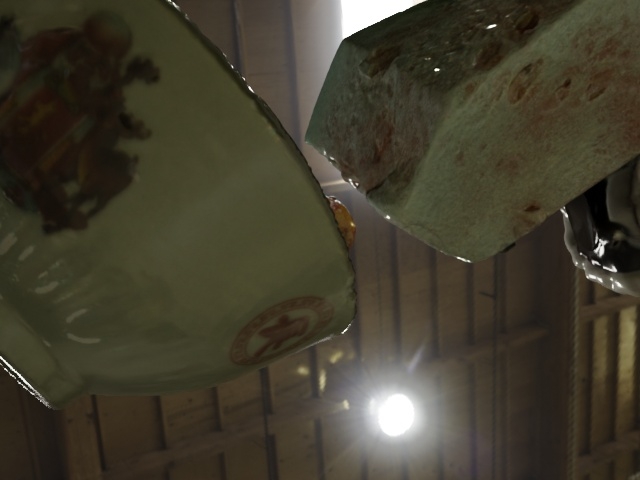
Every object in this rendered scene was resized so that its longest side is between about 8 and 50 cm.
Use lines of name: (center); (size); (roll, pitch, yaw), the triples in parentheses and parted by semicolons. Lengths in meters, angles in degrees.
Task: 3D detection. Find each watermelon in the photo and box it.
watermelon: (0.130, -0.091, 0.659); (0.228, 0.387, 0.258); (55, -136, -21)

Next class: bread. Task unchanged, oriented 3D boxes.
bread: (-0.008, -0.003, 1.287); (0.139, 0.269, 0.095); (12, -108, 5)

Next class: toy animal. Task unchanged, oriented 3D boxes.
toy animal: (0.366, -0.049, 0.787); (0.204, 0.156, 0.208); (-6, -86, -4)

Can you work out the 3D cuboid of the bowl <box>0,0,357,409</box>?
bowl: (-0.154, -0.006, 0.441); (0.157, 0.337, 0.337); (-48, -58, -23)
